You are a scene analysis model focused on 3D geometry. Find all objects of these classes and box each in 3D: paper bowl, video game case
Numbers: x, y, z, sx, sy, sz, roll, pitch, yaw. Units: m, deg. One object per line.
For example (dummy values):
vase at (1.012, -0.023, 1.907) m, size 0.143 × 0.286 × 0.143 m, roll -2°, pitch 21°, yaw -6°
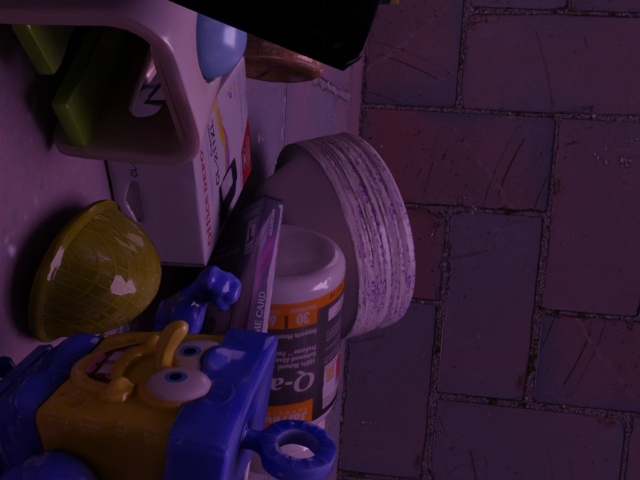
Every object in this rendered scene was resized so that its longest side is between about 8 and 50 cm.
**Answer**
paper bowl at (0.000, 0.000, 1.035) m, size 0.284 × 0.148 × 0.284 m, roll 166°, pitch -90°, yaw -70°
video game case at (-0.100, 0.109, 0.693) m, size 0.196 × 0.026 × 0.274 m, roll -20°, pitch -121°, yaw 60°

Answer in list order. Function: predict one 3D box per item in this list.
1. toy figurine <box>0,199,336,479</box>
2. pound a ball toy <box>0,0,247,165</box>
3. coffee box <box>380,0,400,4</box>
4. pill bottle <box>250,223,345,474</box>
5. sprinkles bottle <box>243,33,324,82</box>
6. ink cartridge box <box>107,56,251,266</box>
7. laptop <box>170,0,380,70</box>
toy figurine at (-0.096, 0.105, 0.403) m, size 0.362 × 0.217 × 0.191 m, roll -62°, pitch 155°, yaw -70°
pound a ball toy at (-0.094, -0.193, 0.550) m, size 0.208 × 0.135 × 0.319 m, roll 82°, pitch 15°, yaw -56°
coffee box at (0.039, -0.438, 1.186) m, size 0.040 × 0.184 × 0.113 m, roll -79°, pitch 170°, yaw -47°
pill bottle at (-0.055, 0.134, 0.892) m, size 0.162 × 0.162 × 0.278 m, roll -70°, pitch 165°, yaw -62°
sprinkles bottle at (-0.041, -0.375, 0.881) m, size 0.121 × 0.121 × 0.356 m, roll 16°, pitch 79°, yaw -82°
ink cartridge box at (-0.118, -0.076, 0.662) m, size 0.175 × 0.072 × 0.127 m, roll -76°, pitch 168°, yaw -54°
laptop at (-0.066, -0.234, 0.434) m, size 0.264 × 0.234 × 0.137 m, roll -93°, pitch -154°, yaw -63°
